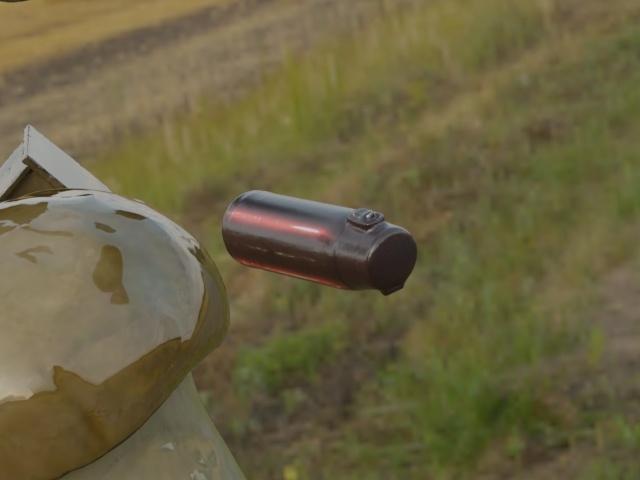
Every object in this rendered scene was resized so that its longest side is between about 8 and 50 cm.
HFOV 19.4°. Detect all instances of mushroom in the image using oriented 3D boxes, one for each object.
[{"bbox_3d":[-0.041,0.146,0.562,0.128,0.350,0.128,-11,28,6],"label":"mushroom"}]

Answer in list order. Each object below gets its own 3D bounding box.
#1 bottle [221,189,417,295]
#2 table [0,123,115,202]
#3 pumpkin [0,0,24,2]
[{"bbox_3d":[0.000,0.000,1.273,0.060,0.060,0.164,-16,17,-35],"label":"bottle"},{"bbox_3d":[-0.164,-0.005,1.058,0.082,0.070,0.083,-49,16,6],"label":"table"},{"bbox_3d":[-0.248,-0.290,1.543,0.146,0.190,0.190,26,-6,-29],"label":"pumpkin"}]
